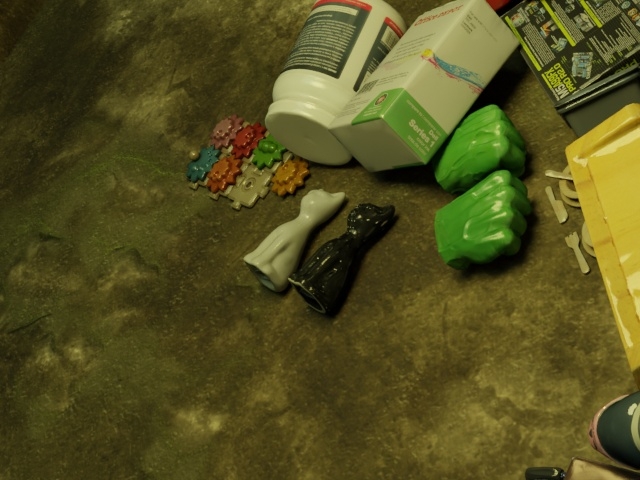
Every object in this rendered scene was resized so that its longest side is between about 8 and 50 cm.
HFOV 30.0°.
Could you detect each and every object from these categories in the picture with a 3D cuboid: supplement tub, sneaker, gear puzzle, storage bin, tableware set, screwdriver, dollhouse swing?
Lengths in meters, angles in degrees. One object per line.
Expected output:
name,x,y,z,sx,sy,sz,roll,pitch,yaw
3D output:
supplement tub,0.030,-0.292,2.130,0.191,0.191,0.272,4,61,43
sneaker,0.442,0.206,1.314,0.131,0.319,0.112,158,119,-63
gear puzzle,-0.141,-0.148,2.280,0.339,0.044,0.175,25,77,49
storage bin,0.427,-0.191,1.769,0.135,0.091,0.098,-25,5,21
tableware set,0.397,-0.055,1.730,0.128,0.039,0.194,-33,42,17
screwdriver,0.338,0.296,1.513,0.170,0.024,0.025,-11,81,34
dollhouse swing,0.489,0.012,1.419,0.305,0.315,0.347,-20,46,14

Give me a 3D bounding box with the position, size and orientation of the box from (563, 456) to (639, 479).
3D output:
box,0.298,0.452,1.291,0.143,0.191,0.381,7,64,44

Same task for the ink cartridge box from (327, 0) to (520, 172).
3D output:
ink cartridge box,0.169,-0.255,1.967,0.278,0.117,0.201,-52,18,-16

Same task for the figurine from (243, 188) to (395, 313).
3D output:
figurine,0.000,0.000,2.015,0.215,0.092,0.209,21,65,49

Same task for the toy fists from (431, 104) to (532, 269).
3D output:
toy fists,0.255,-0.085,1.839,0.142,0.096,0.279,-34,39,39

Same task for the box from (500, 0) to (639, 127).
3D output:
box,0.429,-0.333,1.913,0.216,0.060,0.270,-36,41,15

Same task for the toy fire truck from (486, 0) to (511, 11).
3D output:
toy fire truck,0.349,-0.536,2.043,0.254,0.169,0.302,-46,17,-25
